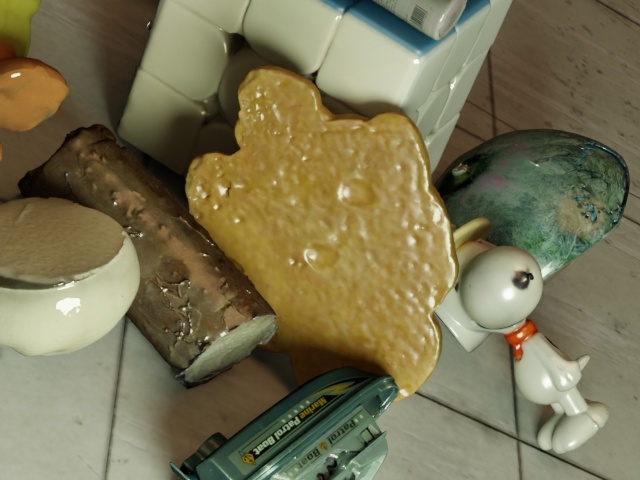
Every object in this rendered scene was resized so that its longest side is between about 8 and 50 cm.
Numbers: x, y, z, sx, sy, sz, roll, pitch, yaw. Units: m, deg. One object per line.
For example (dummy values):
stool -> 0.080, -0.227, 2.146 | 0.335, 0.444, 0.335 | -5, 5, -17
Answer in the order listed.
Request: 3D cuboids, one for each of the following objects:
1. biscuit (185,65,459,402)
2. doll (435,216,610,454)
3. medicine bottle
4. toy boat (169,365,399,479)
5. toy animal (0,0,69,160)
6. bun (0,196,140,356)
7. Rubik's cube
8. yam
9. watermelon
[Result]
biscuit -> 0.001, -0.001, 1.847 | 0.051, 0.269, 0.375 | -63, 137, -70
doll -> 0.202, 0.108, 2.056 | 0.144, 0.208, 0.271 | -36, 116, -17
medicine bottle -> 0.050, -0.273, 1.807 | 0.199, 0.057, 0.058 | 34, 34, 15
toy boat -> -0.012, 0.202, 1.747 | 0.122, 0.114, 0.296 | 43, 41, 17
toy animal -> -0.385, -0.219, 1.753 | 0.191, 0.216, 0.338 | 22, 34, -42
bun -> -0.253, 0.046, 1.688 | 0.173, 0.119, 0.173 | 2, 30, -1
Rubik's cube -> -0.002, -0.203, 1.984 | 0.292, 0.291, 0.290 | 31, 35, 12
yam -> -0.171, 0.013, 1.801 | 0.279, 0.131, 0.131 | 48, 36, 8
watermelon -> 0.250, -0.063, 2.216 | 0.175, 0.188, 0.322 | 35, 35, -13
